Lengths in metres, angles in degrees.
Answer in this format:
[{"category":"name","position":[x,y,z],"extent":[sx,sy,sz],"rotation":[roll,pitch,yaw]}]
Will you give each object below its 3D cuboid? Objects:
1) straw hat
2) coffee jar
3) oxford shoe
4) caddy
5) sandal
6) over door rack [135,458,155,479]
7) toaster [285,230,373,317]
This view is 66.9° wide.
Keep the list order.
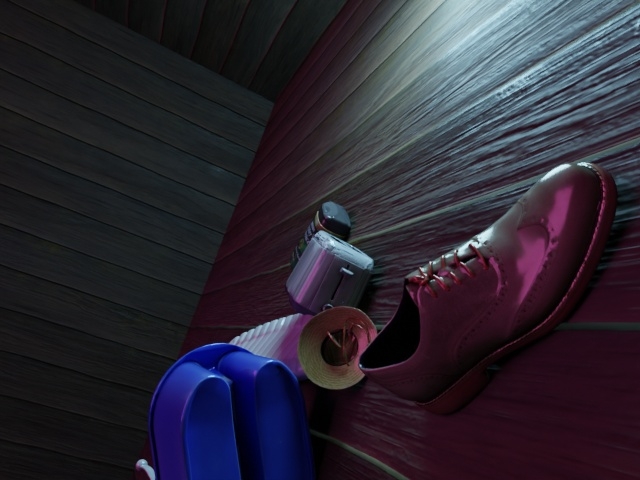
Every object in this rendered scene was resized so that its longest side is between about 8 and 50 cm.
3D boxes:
[{"category":"straw hat","position":[0.037,0.188,0.844],"extent":[0.061,0.145,0.144],"rotation":[48,-120,-68]},{"category":"coffee jar","position":[0.000,0.000,1.160],"extent":[0.184,0.079,0.096],"rotation":[-57,20,26]},{"category":"oxford shoe","position":[0.169,0.055,0.532],"extent":[0.348,0.130,0.123],"rotation":[-60,19,21]},{"category":"caddy","position":[-0.154,0.349,0.826],"extent":[0.179,0.241,0.341],"rotation":[-16,81,53]},{"category":"sandal","position":[-0.082,0.252,1.056],"extent":[0.416,0.102,0.169],"rotation":[-16,34,48]},{"category":"over door rack","position":[-0.274,0.516,0.988],"extent":[0.324,0.240,0.108],"rotation":[-54,45,17]},{"category":"toaster","position":[0.016,0.071,0.957],"extent":[0.146,0.129,0.227],"rotation":[-62,11,3]}]
